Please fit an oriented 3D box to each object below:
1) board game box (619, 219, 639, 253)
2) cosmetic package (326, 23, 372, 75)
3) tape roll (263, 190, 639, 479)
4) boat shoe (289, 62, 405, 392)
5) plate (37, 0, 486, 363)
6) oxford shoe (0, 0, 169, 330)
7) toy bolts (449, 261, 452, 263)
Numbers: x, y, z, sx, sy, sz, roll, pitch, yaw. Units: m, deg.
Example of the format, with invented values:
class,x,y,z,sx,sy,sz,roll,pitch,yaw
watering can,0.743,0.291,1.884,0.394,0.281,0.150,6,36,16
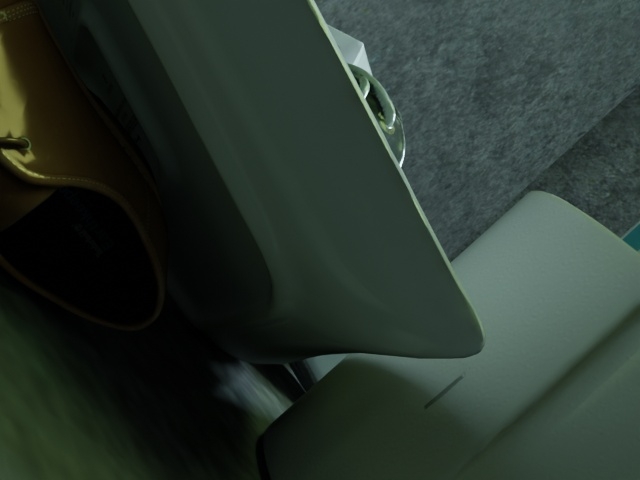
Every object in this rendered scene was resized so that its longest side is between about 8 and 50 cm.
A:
class,x,y,z,sx,sy,sz,roll,pitch,yaw
board game box,0.226,0.160,0.783,0.079,0.254,0.336,49,2,40
cosmetic package,-0.039,-0.161,1.351,0.156,0.217,0.385,29,1,7
tape roll,0.115,0.122,0.448,0.246,0.169,0.246,47,3,-3
boat shoe,-0.013,-0.051,0.566,0.121,0.119,0.335,40,-22,49
plate,-0.068,-0.063,0.419,0.278,0.045,0.277,62,-18,-2
oxford shoe,-0.111,-0.045,0.308,0.212,0.076,0.076,47,7,-40
toy bolts,0.100,0.114,1.206,0.158,0.218,0.228,5,1,1
